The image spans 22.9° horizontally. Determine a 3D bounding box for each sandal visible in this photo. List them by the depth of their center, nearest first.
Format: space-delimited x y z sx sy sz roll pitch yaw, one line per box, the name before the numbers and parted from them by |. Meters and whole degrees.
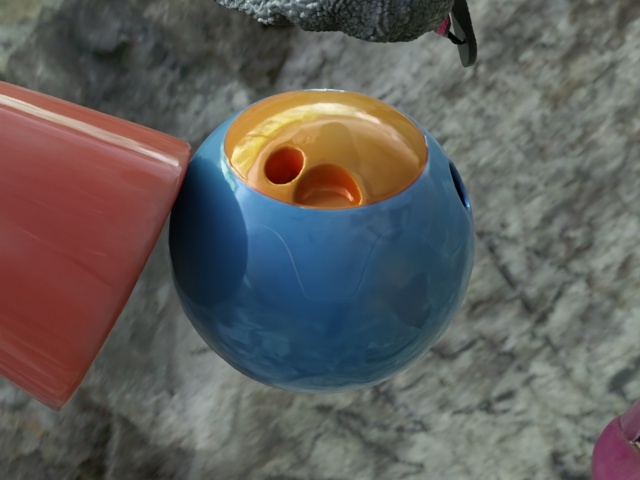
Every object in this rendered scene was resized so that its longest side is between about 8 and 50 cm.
sandal | 0.123 -0.239 1.581 0.040 0.179 0.067 -22 -126 2

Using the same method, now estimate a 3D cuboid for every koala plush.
koala plush | 0.027 -0.283 1.255 0.196 0.203 0.221 -5 -67 -33

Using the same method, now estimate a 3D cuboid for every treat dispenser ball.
treat dispenser ball | 0.000 0.000 1.479 0.288 0.288 0.288 5 -108 -14

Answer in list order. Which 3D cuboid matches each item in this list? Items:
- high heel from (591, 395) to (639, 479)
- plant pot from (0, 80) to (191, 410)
high heel | 0.279 0.255 1.254 0.127 0.181 0.377 22 -150 0
plant pot | -0.279 -0.020 1.395 0.243 0.275 0.275 27 -112 -11
